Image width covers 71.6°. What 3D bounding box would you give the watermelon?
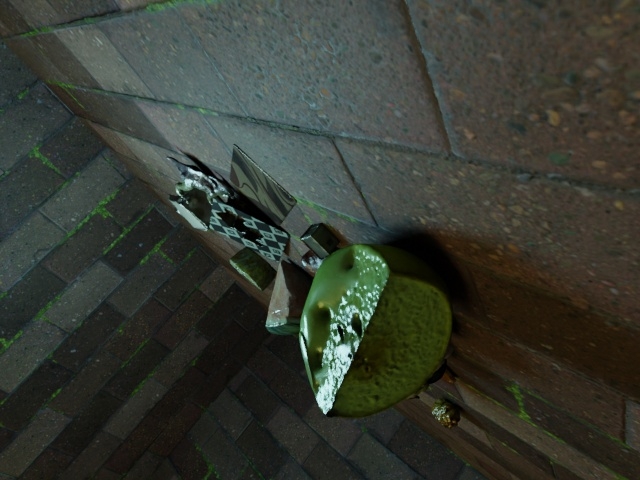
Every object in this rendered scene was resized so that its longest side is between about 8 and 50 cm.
[{"bbox_3d":[-0.125,0.258,1.741,0.283,0.250,0.293,-1,-131,-55],"label":"watermelon"}]

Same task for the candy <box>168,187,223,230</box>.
[{"bbox_3d":[-0.484,-0.142,1.751,0.185,0.137,0.195,48,161,-25],"label":"candy"}]

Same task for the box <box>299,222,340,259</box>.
[{"bbox_3d":[0.000,0.000,1.154,0.085,0.060,0.063,45,159,-10],"label":"box"}]

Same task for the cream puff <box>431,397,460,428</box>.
[{"bbox_3d":[0.492,0.667,1.725,0.116,0.094,0.122,38,-173,22],"label":"cream puff"}]

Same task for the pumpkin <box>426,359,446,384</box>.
[{"bbox_3d":[0.255,0.317,1.238,0.202,0.140,0.202,36,171,6],"label":"pumpkin"}]

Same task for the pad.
[{"bbox_3d":[-0.176,-0.143,1.276,0.220,0.004,0.330,42,164,-3],"label":"pad"}]

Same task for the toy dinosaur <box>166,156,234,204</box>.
[{"bbox_3d":[-0.413,-0.200,1.546,0.293,0.077,0.162,16,148,14],"label":"toy dinosaur"}]

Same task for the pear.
[{"bbox_3d":[0.100,0.152,0.946,0.238,0.343,0.318,14,-161,-26],"label":"pear"}]

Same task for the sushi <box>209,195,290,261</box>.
[{"bbox_3d":[-0.242,-0.049,1.562,0.292,0.059,0.294,27,155,-5],"label":"sushi"}]

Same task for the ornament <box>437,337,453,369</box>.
[{"bbox_3d":[0.233,0.249,1.067,0.177,0.177,0.177,37,164,13],"label":"ornament"}]

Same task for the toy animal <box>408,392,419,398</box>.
[{"bbox_3d":[0.228,0.400,1.430,0.235,0.165,0.187,45,140,51],"label":"toy animal"}]

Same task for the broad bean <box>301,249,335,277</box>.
[{"bbox_3d":[0.027,0.072,1.234,0.165,0.084,0.114,17,149,43],"label":"broad bean"}]

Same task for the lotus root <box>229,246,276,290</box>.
[{"bbox_3d":[-0.333,0.126,2.143,0.234,0.119,0.138,36,164,22],"label":"lotus root"}]

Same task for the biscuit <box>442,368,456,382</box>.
[{"bbox_3d":[0.365,0.397,1.416,0.140,0.023,0.118,46,166,-14],"label":"biscuit"}]
